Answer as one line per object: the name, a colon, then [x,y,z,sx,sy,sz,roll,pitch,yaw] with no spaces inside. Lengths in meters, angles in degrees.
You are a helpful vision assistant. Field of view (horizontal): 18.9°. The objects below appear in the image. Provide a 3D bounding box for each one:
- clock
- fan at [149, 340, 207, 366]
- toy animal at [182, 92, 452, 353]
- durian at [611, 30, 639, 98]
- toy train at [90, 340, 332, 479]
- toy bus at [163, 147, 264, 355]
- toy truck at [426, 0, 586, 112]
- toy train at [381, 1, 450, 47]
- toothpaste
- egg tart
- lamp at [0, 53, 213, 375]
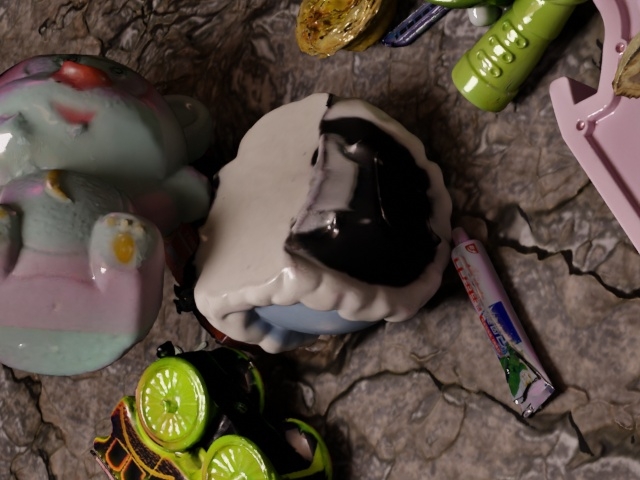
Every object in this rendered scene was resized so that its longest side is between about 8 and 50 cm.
clock: [0.299,-0.136,1.402,0.275,0.080,0.290,-50,52,24]
fan: [-0.134,0.121,1.820,0.083,0.004,0.056,-41,55,30]
toy animal: [0.000,0.000,1.610,0.204,0.156,0.208,-21,41,42]
durian: [0.246,-0.156,1.357,0.130,0.066,0.052,-54,50,9]
toy train: [-0.067,0.220,1.644,0.296,0.100,0.161,47,117,29]
toy bus: [-0.104,0.002,1.778,0.096,0.073,0.235,-44,53,17]
toy truck: [0.151,-0.231,1.535,0.187,0.148,0.211,-32,81,33]
toy train: [0.086,-0.189,1.666,0.083,0.017,0.017,-38,62,33]
toothpaste: [0.143,0.061,1.547,0.045,0.028,0.170,-49,54,40]
egg tart: [0.031,-0.211,1.696,0.129,0.049,0.129,-38,36,34]
lamp: [-0.218,-0.018,1.674,0.301,0.247,0.247,-92,5,-46]
